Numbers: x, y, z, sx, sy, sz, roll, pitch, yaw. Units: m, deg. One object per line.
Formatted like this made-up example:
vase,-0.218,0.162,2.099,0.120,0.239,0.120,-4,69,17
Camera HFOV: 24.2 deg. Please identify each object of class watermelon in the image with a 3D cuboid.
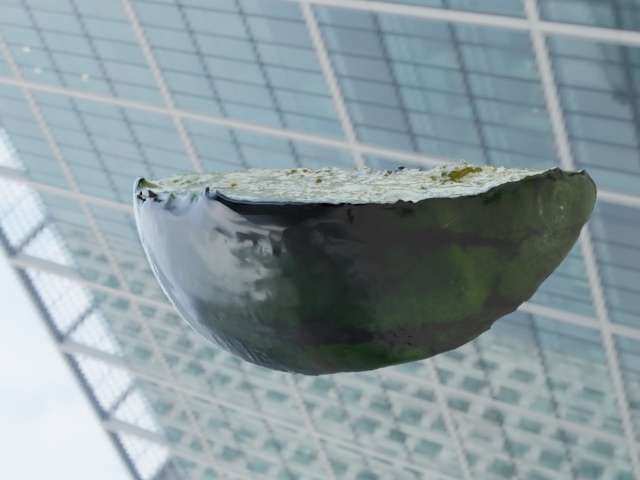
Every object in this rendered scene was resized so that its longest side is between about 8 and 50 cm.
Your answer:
watermelon,0.000,0.000,0.868,0.129,0.301,0.123,-49,-48,-46
